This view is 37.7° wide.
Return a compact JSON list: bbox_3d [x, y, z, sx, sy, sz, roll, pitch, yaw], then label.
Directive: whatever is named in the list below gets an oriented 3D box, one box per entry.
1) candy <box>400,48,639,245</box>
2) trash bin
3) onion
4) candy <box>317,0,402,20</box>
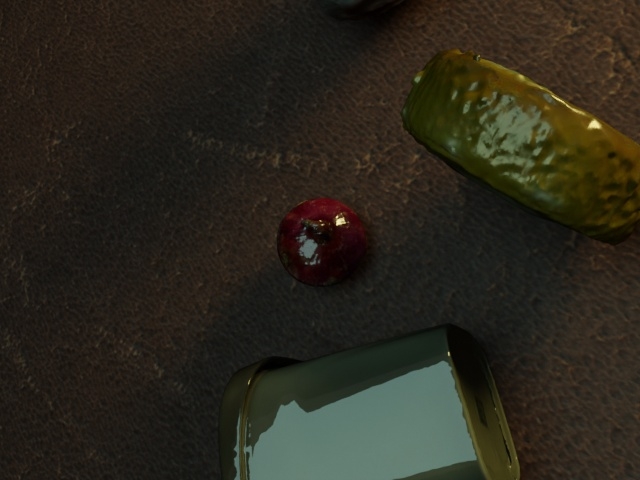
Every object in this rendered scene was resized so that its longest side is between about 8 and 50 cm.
[{"bbox_3d":[0.202,-0.092,0.897,0.260,0.260,0.118,34,103,31],"label":"candy"},{"bbox_3d":[0.053,0.208,0.959,0.250,0.220,0.219,-20,73,19],"label":"trash bin"},{"bbox_3d":[0.000,0.000,1.092,0.107,0.097,0.107,-3,73,9],"label":"onion"},{"bbox_3d":[0.082,-0.378,1.044,0.289,0.214,0.157,-42,64,13],"label":"candy"}]
